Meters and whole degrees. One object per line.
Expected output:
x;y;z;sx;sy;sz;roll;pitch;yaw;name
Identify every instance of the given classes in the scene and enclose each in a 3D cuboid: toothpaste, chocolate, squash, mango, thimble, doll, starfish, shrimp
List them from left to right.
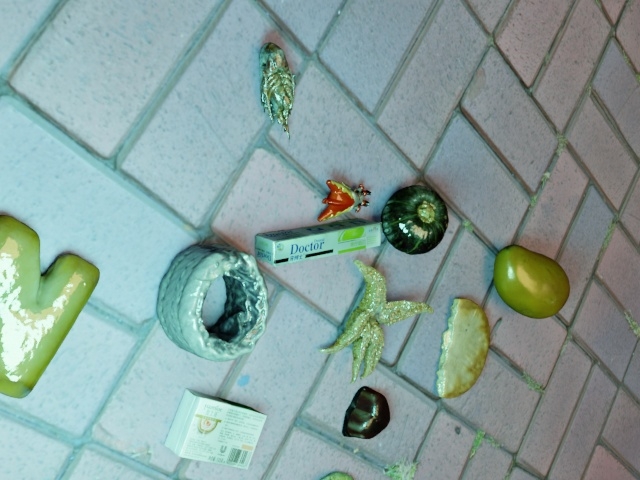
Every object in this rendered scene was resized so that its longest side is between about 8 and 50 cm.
-0.225;0.132;1.470;0.217;0.157;0.245;2;94;-40;thimble
-0.092;-0.336;1.567;0.090;0.079;0.232;-26;117;-28;shrimp
0.000;0.000;1.683;0.337;0.081;0.067;-11;106;-37;toothpaste
0.062;-0.105;1.737;0.169;0.057;0.109;-12;121;-51;doll
0.137;0.486;1.863;0.125;0.080;0.148;44;68;-34;chocolate
0.135;0.245;1.827;0.301;0.084;0.293;34;79;-33;starfish
0.251;-0.056;1.835;0.193;0.156;0.193;-1;95;-18;squash
0.665;0.130;2.186;0.317;0.173;0.211;31;76;-31;mango

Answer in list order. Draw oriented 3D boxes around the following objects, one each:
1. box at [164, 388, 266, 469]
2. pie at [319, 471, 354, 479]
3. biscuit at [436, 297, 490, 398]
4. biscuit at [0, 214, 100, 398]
-0.235;0.430;1.554;0.199;0.081;0.135;29;77;-40;box
0.026;0.706;1.827;0.187;0.041;0.186;-6;100;-39;pie
0.446;0.332;2.115;0.205;0.040;0.308;10;90;-39;biscuit
-0.564;0.124;1.257;0.237;0.062;0.290;41;69;-34;biscuit
